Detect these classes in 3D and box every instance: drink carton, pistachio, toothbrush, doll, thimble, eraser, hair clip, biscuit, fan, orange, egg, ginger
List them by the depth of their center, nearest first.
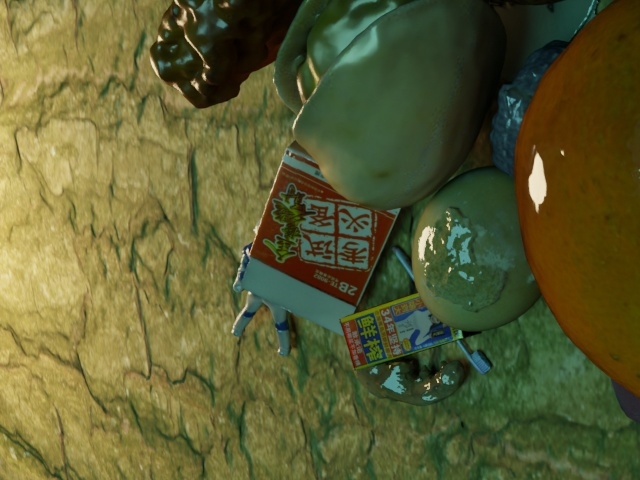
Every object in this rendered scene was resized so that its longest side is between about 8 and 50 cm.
[{"bbox_3d":[0.369,-0.040,0.946,0.424,0.326,0.423,27,140,25],"label":"orange"},{"bbox_3d":[0.243,-0.118,1.176,0.098,0.150,0.150,31,126,30],"label":"thimble"},{"bbox_3d":[0.258,-0.268,1.195,0.415,0.012,0.233,13,116,40],"label":"fan"},{"bbox_3d":[0.074,-0.168,1.230,0.321,0.238,0.229,95,153,-57],"label":"pistachio"},{"bbox_3d":[-0.027,-0.291,1.240,0.110,0.312,0.318,42,134,10],"label":"biscuit"},{"bbox_3d":[0.340,0.137,1.277,0.054,0.022,0.137,-5,103,47],"label":"hair clip"},{"bbox_3d":[0.177,0.012,1.280,0.164,0.164,0.201,41,136,24],"label":"egg"},{"bbox_3d":[0.109,0.103,1.429,0.166,0.056,0.071,-20,85,35],"label":"drink carton"},{"bbox_3d":[0.146,0.083,1.443,0.193,0.013,0.019,54,128,13],"label":"toothbrush"},{"bbox_3d":[0.000,0.000,1.489,0.157,0.038,0.230,25,125,5],"label":"eraser"},{"bbox_3d":[0.110,0.174,1.493,0.174,0.051,0.069,5,99,35],"label":"ginger"},{"bbox_3d":[-0.065,0.048,1.600,0.114,0.057,0.227,24,127,25],"label":"doll"}]

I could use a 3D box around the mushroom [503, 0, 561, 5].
[{"bbox_3d":[0.220,-0.388,1.031,0.345,0.345,0.239,31,169,31],"label":"mushroom"}]
